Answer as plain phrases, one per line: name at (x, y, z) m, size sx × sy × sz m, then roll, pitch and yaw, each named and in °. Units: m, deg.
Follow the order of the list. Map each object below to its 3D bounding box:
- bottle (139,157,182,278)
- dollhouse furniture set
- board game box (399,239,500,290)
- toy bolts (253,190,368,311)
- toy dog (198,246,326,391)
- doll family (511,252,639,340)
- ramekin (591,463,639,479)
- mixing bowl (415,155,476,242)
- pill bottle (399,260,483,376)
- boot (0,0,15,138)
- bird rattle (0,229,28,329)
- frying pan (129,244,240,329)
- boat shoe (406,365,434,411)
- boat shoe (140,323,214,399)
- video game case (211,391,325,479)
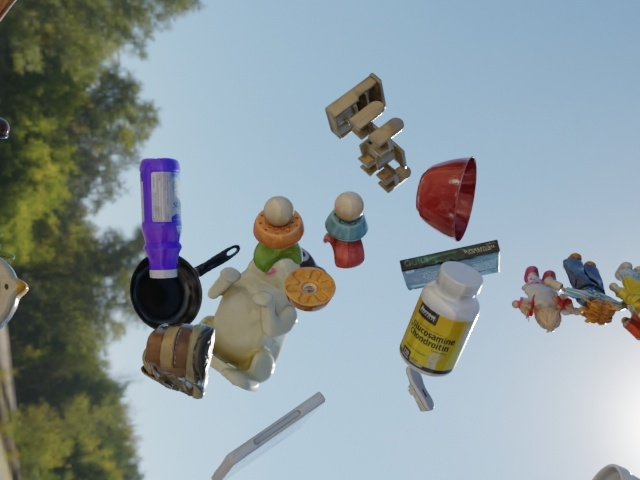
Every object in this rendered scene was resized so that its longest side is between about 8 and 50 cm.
bottle at (-0.376, -0.053, 2.015) m, size 0.118 × 0.092 × 0.283 m, roll -35°, pitch 124°, yaw -87°
dollhouse furniture set at (0.153, -0.288, 2.179) m, size 0.242 × 0.161 × 0.212 m, roll 46°, pitch -12°, yaw 30°
board game box at (0.249, 0.049, 1.630) m, size 0.126 × 0.186 × 0.026 m, roll 63°, pitch 17°, yaw -67°
toy bolts at (0.000, 0.000, 1.664) m, size 0.218 × 0.228 × 0.159 m, roll 56°, pitch -27°, yaw 38°
toy dog at (-0.152, 0.197, 2.391) m, size 0.284 × 0.395 × 0.408 m, roll 29°, pitch -93°, yaw 34°
doll family at (0.422, 0.083, 1.251) m, size 0.163 × 0.262 × 0.118 m, roll -80°, pitch -176°, yaw -62°
ramekin at (0.473, 0.468, 1.332) m, size 0.207 × 0.109 × 0.207 m, roll 24°, pitch 90°, yaw -85°
mixing bowl at (0.259, -0.093, 1.784) m, size 0.181 × 0.098 × 0.182 m, roll 11°, pitch 90°, yaw -69°
pill bottle at (0.207, 0.131, 1.435) m, size 0.103 × 0.103 × 0.184 m, roll -123°, pitch -137°, yaw -51°
boot at (-0.669, -0.370, 1.666) m, size 0.280 × 0.264 × 0.096 m, roll -54°, pitch -175°, yaw 6°
bird rattle at (-0.622, 0.084, 1.448) m, size 0.207 × 0.253 × 0.143 m, roll 35°, pitch -25°, yaw 12°
frying pan at (-0.351, 0.079, 2.103) m, size 0.053 × 0.197 × 0.326 m, roll -18°, pitch -145°, yaw 49°
boat shoe at (0.190, 0.297, 1.698) m, size 0.035 × 0.035 × 0.100 m, roll -24°, pitch -83°, yaw 36°
boat shoe at (-0.254, 0.204, 1.508) m, size 0.324 × 0.119 × 0.123 m, roll 114°, pitch -16°, yaw -69°
video game case at (-0.094, 0.347, 1.478) m, size 0.023 × 0.193 × 0.212 m, roll 53°, pitch -26°, yaw 13°
